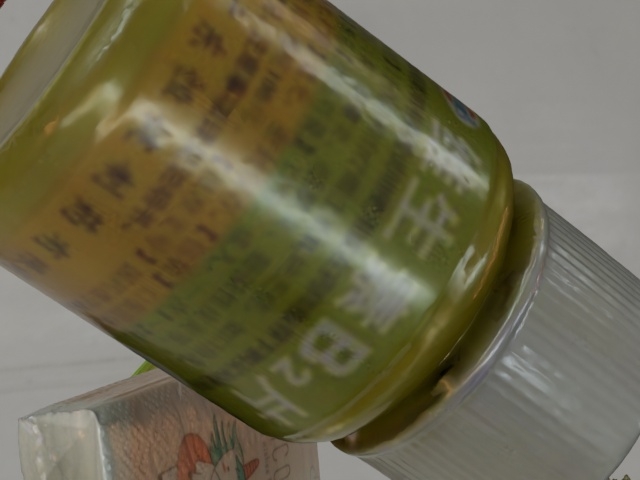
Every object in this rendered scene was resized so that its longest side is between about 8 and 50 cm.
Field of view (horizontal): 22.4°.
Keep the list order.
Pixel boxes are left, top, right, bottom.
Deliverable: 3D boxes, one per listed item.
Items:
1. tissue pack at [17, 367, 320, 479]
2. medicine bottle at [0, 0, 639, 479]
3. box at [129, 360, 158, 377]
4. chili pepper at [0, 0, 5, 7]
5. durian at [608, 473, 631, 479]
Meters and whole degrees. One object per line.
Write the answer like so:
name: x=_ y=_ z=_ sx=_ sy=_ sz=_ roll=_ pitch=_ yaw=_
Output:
tissue pack: x=-0.088 y=0.169 z=1.120 sx=0.325 sy=0.071 sz=0.170 roll=-12 pitch=95 yaw=-67
medicine bottle: x=0.000 y=0.000 z=0.925 sx=0.384 sy=0.224 sz=0.224 roll=35 pitch=56 yaw=-20
box: x=-0.122 y=0.116 z=1.938 sx=0.047 sy=0.335 sz=0.187 roll=45 pitch=10 yaw=16
chili pepper: x=-0.201 y=-0.205 z=1.112 sx=0.027 sy=0.178 sz=0.045 roll=35 pitch=15 yaw=-10
durian: x=0.230 y=0.262 z=1.381 sx=0.187 sy=0.108 sz=0.119 roll=-38 pitch=101 yaw=-19
